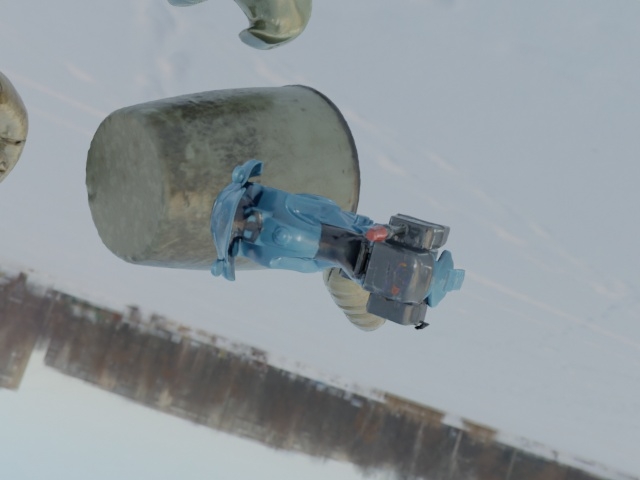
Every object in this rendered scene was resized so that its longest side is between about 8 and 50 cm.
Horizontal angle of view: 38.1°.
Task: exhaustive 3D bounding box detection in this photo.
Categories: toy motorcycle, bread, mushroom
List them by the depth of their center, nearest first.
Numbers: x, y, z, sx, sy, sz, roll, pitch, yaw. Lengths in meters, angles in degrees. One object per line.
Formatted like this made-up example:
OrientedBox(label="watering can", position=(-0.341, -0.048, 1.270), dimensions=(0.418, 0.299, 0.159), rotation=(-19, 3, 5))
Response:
OrientedBox(label="toy motorcycle", position=(0.000, 0.000, 0.912), dimensions=(0.272, 0.123, 0.182), rotation=(18, -170, 25))
OrientedBox(label="bread", position=(0.044, 0.071, 1.226), dimensions=(0.073, 0.053, 0.214), rotation=(15, 157, 21))
OrientedBox(label="mushroom", position=(-0.561, -0.147, 1.471), dimensions=(0.195, 0.253, 0.189), rotation=(37, 174, 21))

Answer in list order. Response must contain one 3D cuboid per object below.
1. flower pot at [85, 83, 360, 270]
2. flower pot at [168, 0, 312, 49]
OrientedBox(label="flower pot", position=(-0.152, -0.084, 1.380), dimensions=(0.330, 0.293, 0.294), rotation=(-9, -166, -43))
OrientedBox(label="flower pot", position=(-0.108, -0.492, 1.385), dimensions=(0.254, 0.367, 0.164), rotation=(18, 173, -24))
